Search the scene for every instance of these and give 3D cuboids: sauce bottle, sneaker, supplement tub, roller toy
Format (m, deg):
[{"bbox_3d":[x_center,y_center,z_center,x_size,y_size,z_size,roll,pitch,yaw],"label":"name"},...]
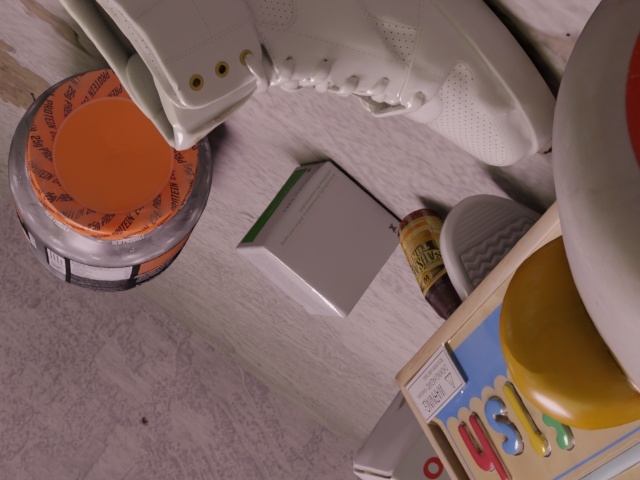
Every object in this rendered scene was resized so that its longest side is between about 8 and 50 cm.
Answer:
[{"bbox_3d":[0.097,0.030,1.000,0.042,0.042,0.128,50,-168,-45],"label":"sauce bottle"},{"bbox_3d":[-0.014,-0.098,0.694,0.292,0.169,0.108,40,165,-17],"label":"sneaker"},{"bbox_3d":[0.159,0.062,0.965,0.256,0.094,0.151,43,169,-19],"label":"sneaker"},{"bbox_3d":[-0.212,-0.057,1.288,0.194,0.193,0.316,38,166,-3],"label":"supplement tub"},{"bbox_3d":[0.178,-0.009,0.436,0.191,0.209,0.146,24,164,23],"label":"roller toy"}]

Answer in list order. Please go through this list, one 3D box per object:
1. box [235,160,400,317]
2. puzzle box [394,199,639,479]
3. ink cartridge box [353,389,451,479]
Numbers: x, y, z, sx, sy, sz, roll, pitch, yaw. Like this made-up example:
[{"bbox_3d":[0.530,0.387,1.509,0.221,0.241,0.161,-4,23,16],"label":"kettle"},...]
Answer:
[{"bbox_3d":[0.000,0.000,1.138,0.102,0.101,0.087,41,166,-16],"label":"box"},{"bbox_3d":[0.184,0.118,0.706,0.272,0.052,0.409,60,155,16],"label":"puzzle box"},{"bbox_3d":[0.196,0.203,1.122,0.273,0.197,0.114,38,165,-8],"label":"ink cartridge box"}]
